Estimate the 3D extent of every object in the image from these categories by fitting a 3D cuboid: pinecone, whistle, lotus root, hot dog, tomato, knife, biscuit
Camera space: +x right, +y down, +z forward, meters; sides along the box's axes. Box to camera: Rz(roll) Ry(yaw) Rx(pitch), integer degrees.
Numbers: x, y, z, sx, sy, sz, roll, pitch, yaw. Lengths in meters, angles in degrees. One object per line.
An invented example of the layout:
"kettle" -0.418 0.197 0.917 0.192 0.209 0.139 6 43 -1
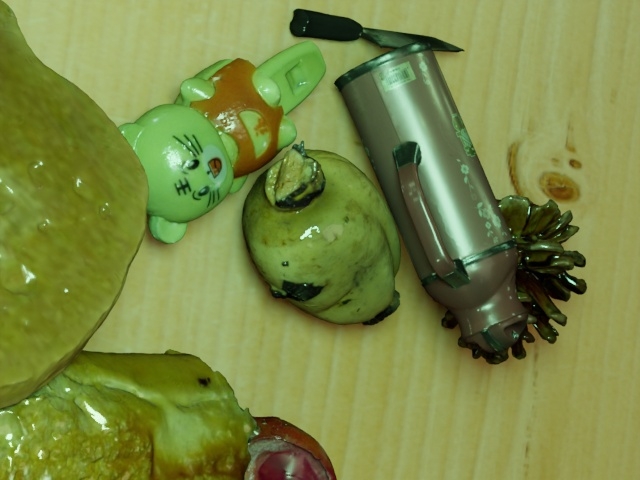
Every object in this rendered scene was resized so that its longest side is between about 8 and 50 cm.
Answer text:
"pinecone" 0.212 0.043 2.032 0.179 0.150 0.195 18 91 -37
"whistle" -0.096 -0.110 1.798 0.288 0.106 0.131 -39 119 -30
"lotus root" 0.000 0.000 1.866 0.257 0.140 0.154 56 45 -44
"hot dog" -0.270 0.268 1.633 0.365 0.196 0.367 10 94 -50
"tomato" -0.077 0.248 1.858 0.189 0.099 0.173 -8 120 1
"knife" 0.069 -0.217 1.955 0.230 0.060 0.028 3 114 -40
"biscuit" -0.332 -0.032 1.538 0.365 0.062 0.385 50 48 -2

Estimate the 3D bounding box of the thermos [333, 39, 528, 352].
"thermos" 0.130 -0.039 1.894 0.109 0.136 0.330 -22 86 -10
